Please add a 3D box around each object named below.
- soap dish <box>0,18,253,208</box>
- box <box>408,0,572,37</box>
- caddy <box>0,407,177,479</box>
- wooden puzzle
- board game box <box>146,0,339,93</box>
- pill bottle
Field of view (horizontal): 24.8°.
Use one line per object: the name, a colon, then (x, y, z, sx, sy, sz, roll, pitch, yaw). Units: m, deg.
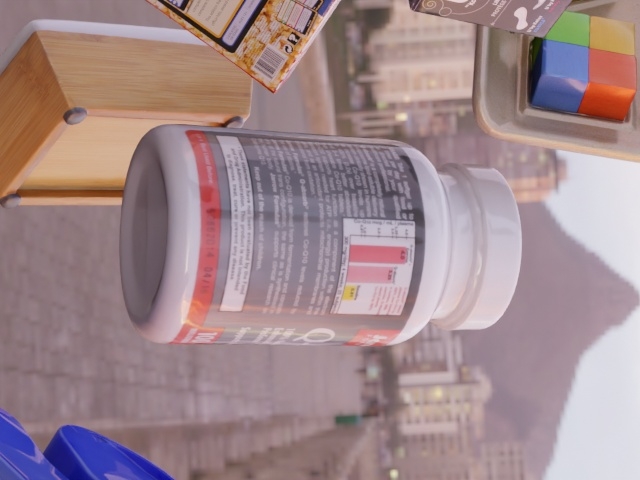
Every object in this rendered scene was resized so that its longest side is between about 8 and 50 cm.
soap dish: (-0.234, -0.132, 1.604, 0.229, 0.290, 0.118, -42, -119, 39)
box: (0.151, -0.330, 1.274, 0.163, 0.142, 0.247, 125, -36, -49)
caddy: (-0.196, 0.259, 1.096, 0.341, 0.241, 0.179, 27, -89, 48)
wooden puzzle: (0.330, -0.213, 1.470, 0.080, 0.347, 0.322, 108, -8, -51)
board game box: (-0.073, -0.233, 1.163, 0.147, 0.193, 0.045, -53, -177, 31)
pill bottle: (0.000, 0.000, 1.432, 0.210, 0.362, 0.210, -177, -90, -68)
